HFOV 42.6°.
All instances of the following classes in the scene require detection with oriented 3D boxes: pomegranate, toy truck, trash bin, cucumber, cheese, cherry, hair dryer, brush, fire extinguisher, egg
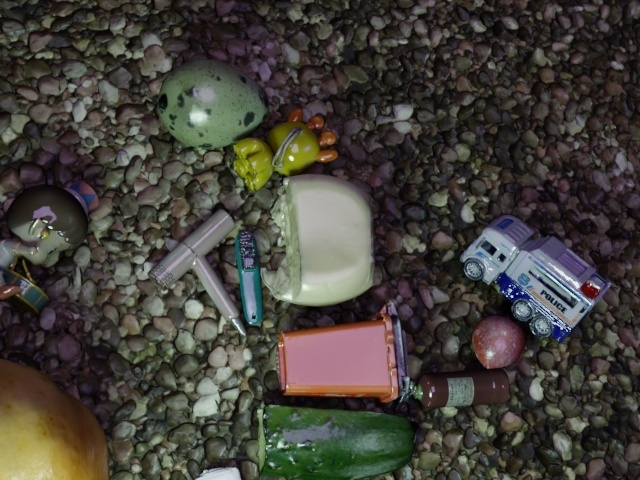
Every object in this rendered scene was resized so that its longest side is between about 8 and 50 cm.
[{"bbox_3d":[-0.548,0.374,1.278,0.412,0.411,0.411,3,73,-11],"label":"pomegranate"},{"bbox_3d":[0.429,0.062,1.652,0.268,0.155,0.124,42,44,16],"label":"toy truck"},{"bbox_3d":[0.038,0.216,1.560,0.239,0.161,0.184,0,74,-9],"label":"trash bin"},{"bbox_3d":[0.041,0.381,1.542,0.325,0.105,0.145,6,72,-13],"label":"cucumber"},{"bbox_3d":[0.000,0.000,1.632,0.233,0.127,0.266,0,71,-9],"label":"cheese"},{"bbox_3d":[0.377,0.173,1.692,0.107,0.090,0.225,17,49,16],"label":"cherry"},{"bbox_3d":[-0.191,0.075,1.604,0.220,0.053,0.195,44,71,2],"label":"hair dryer"},{"bbox_3d":[-0.140,0.070,1.628,0.043,0.032,0.193,-4,73,-14],"label":"brush"},{"bbox_3d":[0.256,0.308,1.629,0.231,0.071,0.099,-3,102,-12],"label":"fire extinguisher"},{"bbox_3d":[-0.211,-0.272,1.641,0.228,0.177,0.177,-3,74,-28],"label":"egg"}]

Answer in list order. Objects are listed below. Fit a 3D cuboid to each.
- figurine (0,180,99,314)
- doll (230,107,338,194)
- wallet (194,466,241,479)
[{"bbox_3d":[-0.517,-0.004,1.512,0.158,0.161,0.275,41,70,-23],"label":"figurine"},{"bbox_3d":[-0.072,-0.189,1.666,0.221,0.135,0.143,-28,67,-22],"label":"doll"},{"bbox_3d":[-0.173,0.507,1.491,0.095,0.033,0.190,-13,78,-17],"label":"wallet"}]
